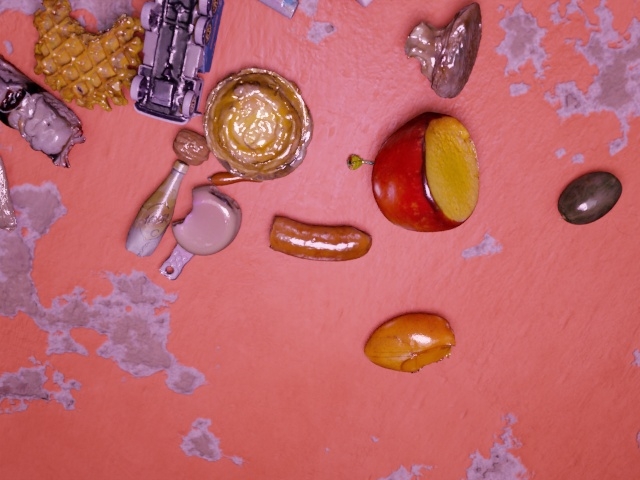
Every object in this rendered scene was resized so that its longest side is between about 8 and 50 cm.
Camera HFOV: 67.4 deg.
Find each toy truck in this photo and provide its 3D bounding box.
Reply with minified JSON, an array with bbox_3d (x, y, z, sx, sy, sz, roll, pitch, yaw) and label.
[{"bbox_3d":[-0.309,-0.454,1.075,0.146,0.175,0.367,17,106,-4],"label":"toy truck"}]

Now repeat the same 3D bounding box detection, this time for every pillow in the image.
[{"bbox_3d":[-0.855,-0.124,1.234,0.119,0.053,0.208,0,107,4],"label":"pillow"}]

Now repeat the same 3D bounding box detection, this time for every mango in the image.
[{"bbox_3d":[0.243,0.282,1.328,0.252,0.126,0.153,-16,118,11],"label":"mango"}]

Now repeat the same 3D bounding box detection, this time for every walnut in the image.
[{"bbox_3d":[-0.320,-0.230,1.195,0.096,0.082,0.079,36,131,-11],"label":"walnut"}]

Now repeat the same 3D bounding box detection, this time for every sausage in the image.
[{"bbox_3d":[0.000,0.001,1.253,0.271,0.109,0.108,5,107,-2],"label":"sausage"}]

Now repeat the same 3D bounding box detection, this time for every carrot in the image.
[{"bbox_3d":[-0.221,-0.160,1.239,0.142,0.035,0.035,-3,107,-4],"label":"carrot"}]

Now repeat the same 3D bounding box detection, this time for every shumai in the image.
[{"bbox_3d":[0.282,-0.444,1.112,0.153,0.161,0.209,18,130,17],"label":"shumai"}]

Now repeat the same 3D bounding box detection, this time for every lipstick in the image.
[{"bbox_3d":[-0.127,-0.572,1.106,0.158,0.048,0.048,28,105,-8],"label":"lipstick"}]

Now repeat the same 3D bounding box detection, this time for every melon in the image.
[{"bbox_3d":[0.678,-0.104,1.218,0.167,0.114,0.114,-38,103,8],"label":"melon"}]

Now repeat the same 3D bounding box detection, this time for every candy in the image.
[{"bbox_3d":[0.128,-0.199,1.233,0.123,0.035,0.035,1,139,-10],"label":"candy"}]

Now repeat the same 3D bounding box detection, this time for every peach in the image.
[{"bbox_3d":[0.242,-0.161,1.135,0.246,0.249,0.274,1,99,23],"label":"peach"}]

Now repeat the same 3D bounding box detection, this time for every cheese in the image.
[{"bbox_3d":[-0.329,-0.010,1.258,0.163,0.082,0.286,41,103,-10],"label":"cheese"}]

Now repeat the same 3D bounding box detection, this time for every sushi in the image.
[{"bbox_3d":[-0.698,-0.314,1.139,0.332,0.130,0.124,39,103,-10],"label":"sushi"}]

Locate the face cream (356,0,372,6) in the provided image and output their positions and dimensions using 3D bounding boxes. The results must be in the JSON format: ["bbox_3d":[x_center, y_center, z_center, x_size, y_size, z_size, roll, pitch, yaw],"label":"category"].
[{"bbox_3d":[0.192,-0.642,1.040,0.370,0.145,0.145,-40,103,12],"label":"face cream"}]

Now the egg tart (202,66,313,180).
[{"bbox_3d":[-0.149,-0.273,1.161,0.279,0.095,0.278,-3,108,-9],"label":"egg tart"}]

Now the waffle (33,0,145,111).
[{"bbox_3d":[-0.548,-0.435,1.105,0.293,0.069,0.259,26,108,9],"label":"waffle"}]

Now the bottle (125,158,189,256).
[{"bbox_3d":[-0.413,-0.084,1.236,0.083,0.083,0.269,31,99,-9],"label":"bottle"}]
